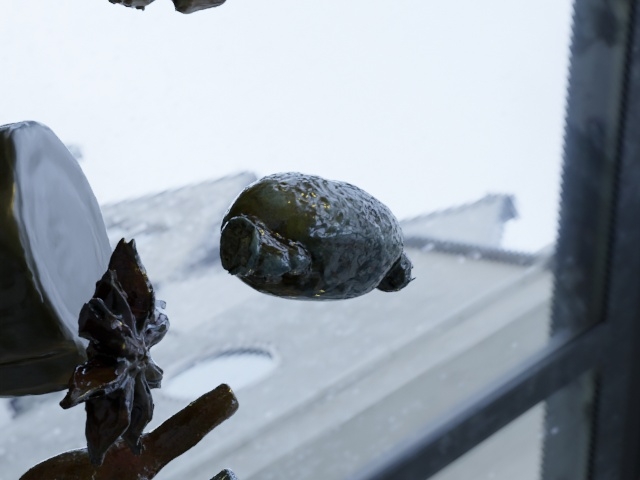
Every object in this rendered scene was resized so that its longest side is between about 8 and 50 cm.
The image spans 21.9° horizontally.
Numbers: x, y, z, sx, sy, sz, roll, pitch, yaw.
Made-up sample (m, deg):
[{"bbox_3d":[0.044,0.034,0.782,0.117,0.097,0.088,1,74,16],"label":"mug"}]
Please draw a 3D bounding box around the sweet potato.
[{"bbox_3d":[-0.293,0.333,2.485,0.109,0.385,0.109,157,-90,-86],"label":"sweet potato"}]

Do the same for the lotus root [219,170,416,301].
[{"bbox_3d":[-0.001,-0.002,2.208,0.175,0.349,0.175,-6,-100,39],"label":"lotus root"}]

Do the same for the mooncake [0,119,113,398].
[{"bbox_3d":[-0.422,0.031,2.244,0.201,0.378,0.378,-17,-78,10],"label":"mooncake"}]

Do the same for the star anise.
[{"bbox_3d":[-0.249,0.136,2.038,0.088,0.288,0.288,6,-58,14],"label":"star anise"}]

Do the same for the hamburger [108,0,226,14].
[{"bbox_3d":[-0.217,-0.523,2.125,0.287,0.268,0.445,-176,-97,-71],"label":"hamburger"}]

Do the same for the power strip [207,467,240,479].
[{"bbox_3d":[-0.219,0.459,2.540,0.070,0.256,0.105,57,-3,-20],"label":"power strip"}]
